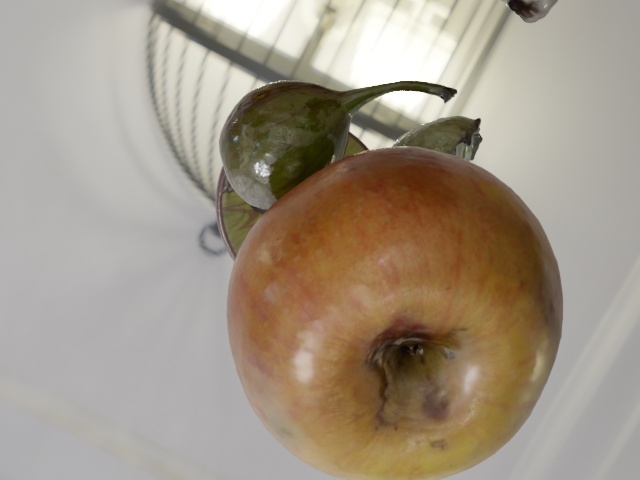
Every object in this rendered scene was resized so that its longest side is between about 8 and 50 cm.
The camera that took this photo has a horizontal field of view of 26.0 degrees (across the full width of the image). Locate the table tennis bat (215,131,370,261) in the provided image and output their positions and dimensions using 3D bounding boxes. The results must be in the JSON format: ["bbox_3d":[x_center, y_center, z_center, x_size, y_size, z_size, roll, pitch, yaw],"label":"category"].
[{"bbox_3d":[0.000,0.000,1.593,0.310,0.200,0.038,63,178,-16],"label":"table tennis bat"}]

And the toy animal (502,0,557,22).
[{"bbox_3d":[0.167,-0.371,1.141,0.194,0.303,0.344,1,-143,3],"label":"toy animal"}]

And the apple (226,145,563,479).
[{"bbox_3d":[0.062,0.055,1.216,0.299,0.299,0.275,22,-158,-26],"label":"apple"}]

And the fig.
[{"bbox_3d":[0.014,-0.111,1.318,0.124,0.236,0.124,58,-162,-31],"label":"fig"}]

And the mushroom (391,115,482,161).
[{"bbox_3d":[0.128,-0.006,1.866,0.130,0.344,0.247,12,-158,15],"label":"mushroom"}]
